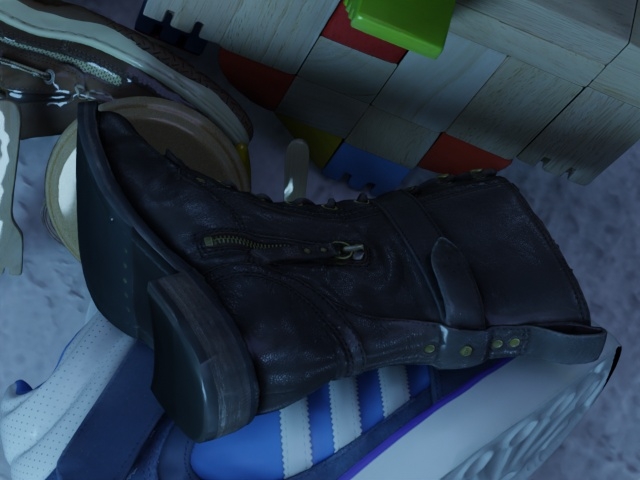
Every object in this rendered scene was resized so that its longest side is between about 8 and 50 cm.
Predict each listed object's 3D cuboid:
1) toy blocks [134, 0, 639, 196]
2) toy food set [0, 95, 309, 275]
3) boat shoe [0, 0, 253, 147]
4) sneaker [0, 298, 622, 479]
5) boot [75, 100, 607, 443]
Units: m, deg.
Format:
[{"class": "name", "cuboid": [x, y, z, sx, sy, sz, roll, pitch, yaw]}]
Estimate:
[{"class": "toy blocks", "cuboid": [0.045, -0.127, 0.913, 0.381, 0.261, 0.190, 20, 63, -10]}, {"class": "toy food set", "cuboid": [-0.103, -0.025, 0.914, 0.192, 0.132, 0.038, 9, 24, 0]}, {"class": "boat shoe", "cuboid": [-0.169, -0.096, 0.949, 0.257, 0.095, 0.095, 28, 79, 9]}, {"class": "sneaker", "cuboid": [-0.019, 0.074, 0.860, 0.323, 0.130, 0.236, -32, 64, -20]}, {"class": "boot", "cuboid": [0.000, 0.000, 0.823, 0.229, 0.091, 0.263, -14, 46, -23]}]
